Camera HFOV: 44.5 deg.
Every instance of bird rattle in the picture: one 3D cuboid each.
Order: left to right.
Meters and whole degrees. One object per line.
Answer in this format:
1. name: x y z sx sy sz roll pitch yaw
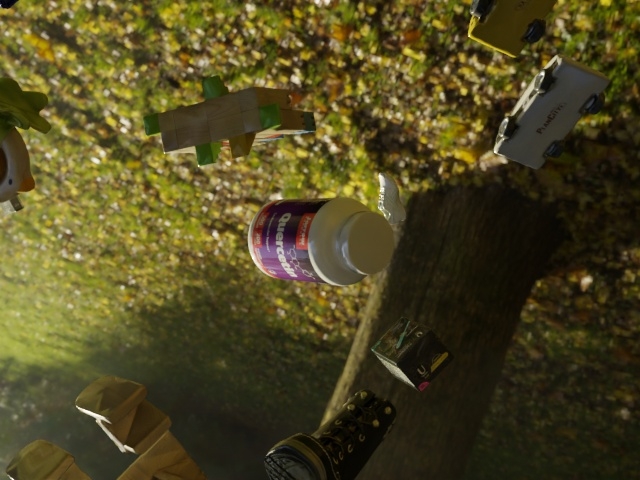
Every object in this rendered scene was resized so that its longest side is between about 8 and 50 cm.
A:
1. bird rattle: -0.570 -0.155 1.276 0.253 0.143 0.207 -11 105 10

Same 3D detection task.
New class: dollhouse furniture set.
1. dollhouse furniture set: -0.352 0.460 1.166 0.256 0.394 0.362 -2 125 52

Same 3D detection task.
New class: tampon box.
1. tampon box: 0.219 0.271 1.877 0.101 0.120 0.161 49 170 -16

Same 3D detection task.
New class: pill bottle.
1. pill bottle: 0.000 0.000 1.650 0.181 0.182 0.322 37 159 -33

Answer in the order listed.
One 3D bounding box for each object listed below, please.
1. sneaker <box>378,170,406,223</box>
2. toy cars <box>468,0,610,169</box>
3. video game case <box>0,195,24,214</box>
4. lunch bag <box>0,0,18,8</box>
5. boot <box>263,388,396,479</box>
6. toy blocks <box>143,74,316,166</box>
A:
1. sneaker: 0.187 -0.116 2.159 0.053 0.061 0.152 17 129 68
2. toy cars: 0.307 -0.275 1.103 0.176 0.087 0.394 -8 133 18
3. video game case: -0.751 -0.187 1.747 0.196 0.026 0.274 -1 115 62
4. lunch bag: -0.331 -0.456 0.916 0.221 0.293 0.138 61 -174 3
5. boot: 0.020 0.246 0.967 0.085 0.178 0.236 35 152 20
6. toy blocks: -0.193 -0.284 1.885 0.381 0.191 0.261 -8 -178 30
